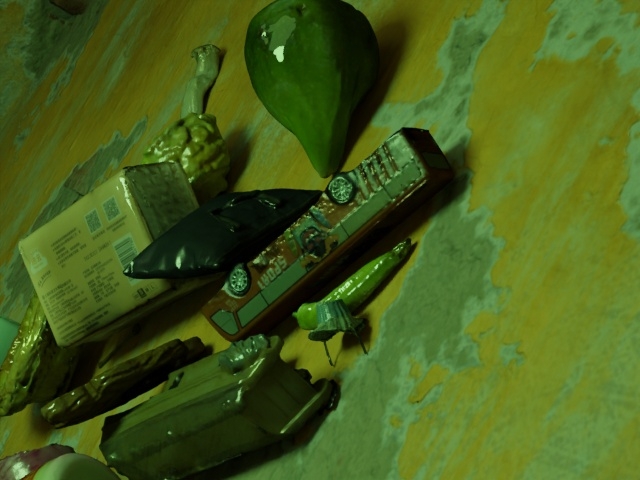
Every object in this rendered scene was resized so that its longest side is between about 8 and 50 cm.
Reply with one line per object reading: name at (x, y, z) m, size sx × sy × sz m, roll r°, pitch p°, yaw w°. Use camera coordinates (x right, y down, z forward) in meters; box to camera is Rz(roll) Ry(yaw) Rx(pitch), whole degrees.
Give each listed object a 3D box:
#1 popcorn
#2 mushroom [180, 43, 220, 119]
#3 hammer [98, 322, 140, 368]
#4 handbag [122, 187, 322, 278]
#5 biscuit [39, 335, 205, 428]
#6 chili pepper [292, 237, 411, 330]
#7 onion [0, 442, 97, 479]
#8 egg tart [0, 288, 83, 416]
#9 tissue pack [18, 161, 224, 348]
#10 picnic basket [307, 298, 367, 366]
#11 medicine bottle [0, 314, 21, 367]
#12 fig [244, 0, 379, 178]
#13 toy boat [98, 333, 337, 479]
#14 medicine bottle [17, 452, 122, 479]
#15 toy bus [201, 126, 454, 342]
popcorn at (-0.230, -0.128, 2.036) m, size 0.198 × 0.155 × 0.197 m, roll -55°, pitch 7°, yaw 11°
mushroom at (-0.245, -0.308, 2.345) m, size 0.059 × 0.054 × 0.202 m, roll -19°, pitch 50°, yaw 47°
hammer at (-0.351, 0.186, 2.040) m, size 0.123 × 0.014 × 0.029 m, roll -44°, pitch 20°, yaw 28°
handbag at (-0.140, -0.013, 1.740) m, size 0.211 × 0.089 × 0.254 m, roll -4°, pitch 23°, yaw 44°
biscuit at (-0.282, 0.209, 1.697) m, size 0.290 × 0.041 × 0.208 m, roll -21°, pitch -12°, yaw -49°
chili pepper at (0.039, 0.068, 1.518) m, size 0.208 × 0.043 × 0.049 m, roll -34°, pitch -1°, yaw 29°
onion at (-0.441, 0.414, 1.779) m, size 0.207 × 0.201 × 0.201 m, roll -10°, pitch 41°, yaw 6°
egg tart at (-0.492, 0.197, 2.096) m, size 0.294 × 0.123 × 0.294 m, roll -59°, pitch 17°, yaw 30°
tissue pack at (-0.308, 0.020, 1.953) m, size 0.305 × 0.238 × 0.239 m, roll -29°, pitch 39°, yaw 37°
picnic basket at (0.023, 0.114, 1.473) m, size 0.065 × 0.083 × 0.083 m, roll -20°, pitch 82°, yaw 39°
medicine bottle at (-0.675, 0.260, 2.340) m, size 0.139 × 0.139 × 0.225 m, roll -5°, pitch 57°, yaw 56°
fig at (-0.010, -0.229, 1.766) m, size 0.206 × 0.206 × 0.275 m, roll -23°, pitch 64°, yaw 46°
toy boat at (-0.163, 0.222, 1.582) m, size 0.445 × 0.136 × 0.162 m, roll -29°, pitch 28°, yaw 43°
medicine bottle at (-0.436, 0.466, 1.588) m, size 0.388 × 0.219 × 0.219 m, roll -33°, pitch 34°, yaw 16°
toy bus at (0.000, 0.000, 1.568) m, size 0.409 × 0.093 × 0.092 m, roll -41°, pitch 72°, yaw 28°
